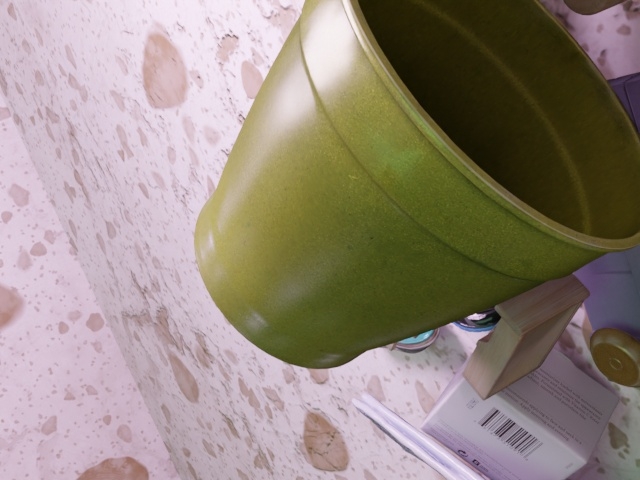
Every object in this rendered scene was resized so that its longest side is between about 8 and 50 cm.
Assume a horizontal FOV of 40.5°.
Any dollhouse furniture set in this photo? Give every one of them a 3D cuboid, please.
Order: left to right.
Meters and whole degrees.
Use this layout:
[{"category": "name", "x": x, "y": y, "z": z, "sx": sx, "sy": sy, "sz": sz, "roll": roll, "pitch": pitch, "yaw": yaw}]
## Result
[{"category": "dollhouse furniture set", "x": 0.179, "y": 0.042, "z": 1.051, "sx": 0.242, "sy": 0.212, "sz": 0.161, "roll": 51, "pitch": 151, "yaw": 27}]

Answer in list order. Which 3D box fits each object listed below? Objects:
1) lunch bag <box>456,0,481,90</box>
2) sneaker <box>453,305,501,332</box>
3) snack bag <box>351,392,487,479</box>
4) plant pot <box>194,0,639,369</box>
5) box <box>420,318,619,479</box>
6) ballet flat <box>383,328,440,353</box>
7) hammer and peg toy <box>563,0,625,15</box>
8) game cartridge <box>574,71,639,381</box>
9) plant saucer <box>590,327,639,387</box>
[{"category": "lunch bag", "x": 0.122, "y": -0.300, "z": 0.999, "sx": 0.224, "sy": 0.108, "sz": 0.279, "roll": 23, "pitch": 131, "yaw": 49}, {"category": "sneaker", "x": 0.191, "y": 0.066, "z": 1.216, "sx": 0.188, "sy": 0.067, "sz": 0.078, "roll": 34, "pitch": 145, "yaw": 43}, {"category": "snack bag", "x": 0.230, "y": 0.362, "z": 1.248, "sx": 0.323, "sy": 0.037, "sz": 0.342, "roll": 29, "pitch": 170, "yaw": 45}, {"category": "plant pot", "x": 0.060, "y": -0.054, "z": 0.846, "sx": 0.353, "sy": 0.367, "sz": 0.366, "roll": -42, "pitch": 76, "yaw": 37}, {"category": "box", "x": 0.258, "y": 0.229, "z": 1.149, "sx": 0.181, "sy": 0.119, "sz": 0.182, "roll": 36, "pitch": 144, "yaw": 10}, {"category": "ballet flat", "x": 0.131, "y": 0.148, "z": 1.388, "sx": 0.068, "sy": 0.072, "sz": 0.213, "roll": 45, "pitch": 158, "yaw": -27}, {"category": "hammer and peg toy", "x": 0.284, "y": -0.375, "z": 0.683, "sx": 0.266, "sy": 0.127, "sz": 0.361, "roll": 13, "pitch": 124, "yaw": 50}, {"category": "game cartridge", "x": 0.358, "y": -0.002, "z": 0.928, "sx": 0.230, "sy": 0.068, "sz": 0.354, "roll": -2, "pitch": 111, "yaw": 61}, {"category": "plant saucer", "x": 0.343, "y": 0.138, "z": 0.995, "sx": 0.083, "sy": 0.015, "sz": 0.083, "roll": 36, "pitch": 146, "yaw": 29}]
